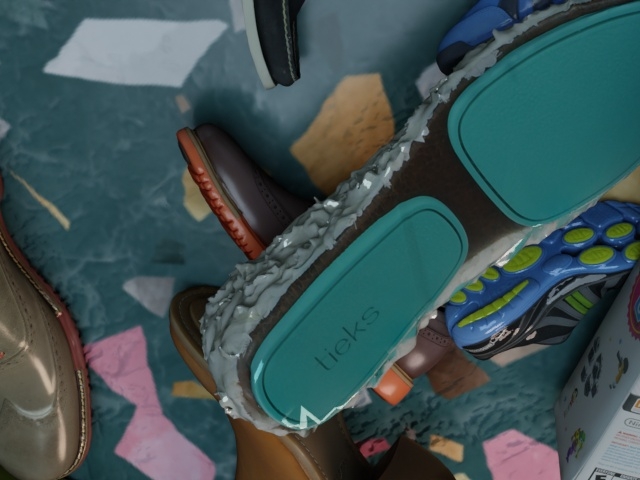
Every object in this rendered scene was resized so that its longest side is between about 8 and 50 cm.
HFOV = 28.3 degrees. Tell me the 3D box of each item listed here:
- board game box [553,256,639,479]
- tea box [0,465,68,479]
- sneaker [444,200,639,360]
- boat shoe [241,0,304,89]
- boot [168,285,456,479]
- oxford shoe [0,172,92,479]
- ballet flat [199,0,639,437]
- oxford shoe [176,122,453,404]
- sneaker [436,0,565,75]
[{"bbox_3d":[0.328,0.081,0.908,0.224,0.097,0.303,14,130,-7],"label":"board game box"},{"bbox_3d":[-0.291,0.376,1.050,0.323,0.220,0.329,28,110,-8],"label":"tea box"},{"bbox_3d":[0.183,0.032,0.969,0.188,0.067,0.078,-28,143,0],"label":"sneaker"},{"bbox_3d":[-0.018,-0.217,0.875,0.079,0.084,0.233,3,108,4],"label":"boat shoe"},{"bbox_3d":[-0.042,0.187,1.035,0.283,0.109,0.220,37,130,2],"label":"boot"},{"bbox_3d":[-0.279,0.054,0.972,0.123,0.130,0.348,-17,109,10],"label":"oxford shoe"},{"bbox_3d":[0.074,-0.039,0.865,0.409,0.147,0.147,-39,105,-8],"label":"ballet flat"},{"bbox_3d":[0.000,0.000,0.964,0.098,0.097,0.271,-42,110,0],"label":"oxford shoe"},{"bbox_3d":[0.166,-0.190,0.891,0.209,0.069,0.082,-30,70,24],"label":"sneaker"}]
